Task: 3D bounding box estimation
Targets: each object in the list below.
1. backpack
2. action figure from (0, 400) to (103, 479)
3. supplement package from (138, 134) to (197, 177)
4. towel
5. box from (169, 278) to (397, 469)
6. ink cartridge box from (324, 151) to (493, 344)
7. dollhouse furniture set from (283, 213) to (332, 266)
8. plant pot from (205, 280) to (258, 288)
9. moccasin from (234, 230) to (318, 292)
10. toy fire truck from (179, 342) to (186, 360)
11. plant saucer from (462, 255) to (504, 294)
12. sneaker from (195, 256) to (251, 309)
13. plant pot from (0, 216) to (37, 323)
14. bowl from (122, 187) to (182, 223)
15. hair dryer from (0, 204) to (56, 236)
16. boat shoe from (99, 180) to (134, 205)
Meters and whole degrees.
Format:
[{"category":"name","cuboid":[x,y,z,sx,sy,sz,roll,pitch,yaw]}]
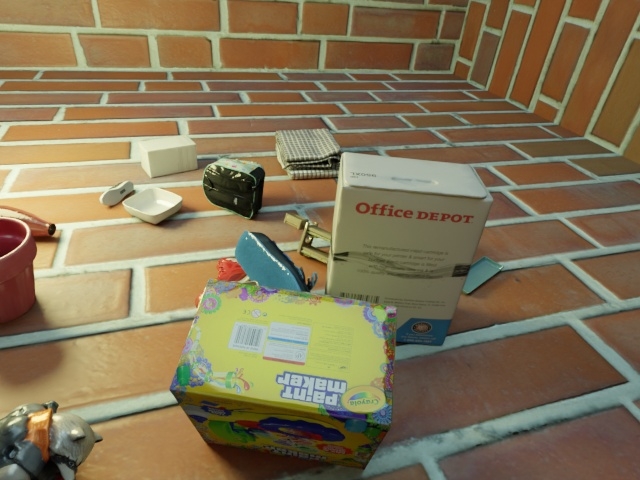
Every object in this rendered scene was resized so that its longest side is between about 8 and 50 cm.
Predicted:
[{"category":"backpack","cuboid":[-0.275,-0.179,1.398,0.188,0.166,0.144,14,33,6]},{"category":"action figure","cuboid":[-0.472,0.354,0.587,0.330,0.179,0.341,-23,40,-21]},{"category":"supplement package","cuboid":[-0.559,-0.312,1.606,0.179,0.105,0.105,-18,41,-32]},{"category":"towel","cuboid":[-0.049,-0.355,1.732,0.234,0.121,0.284,-5,36,-14]},{"category":"box","cuboid":[-0.045,0.226,0.706,0.289,0.279,0.177,8,52,4]},{"category":"ink cartridge box","cuboid":[0.163,0.028,0.956,0.285,0.395,0.166,5,34,-2]},{"category":"dollhouse furniture set","cuboid":[0.000,0.000,1.275,0.181,0.101,0.161,24,14,26]},{"category":"plant pot","cuboid":[-0.173,0.159,0.892,0.108,0.096,0.109,-7,33,-16]},{"category":"moccasin","cuboid":[-0.076,0.087,0.988,0.116,0.138,0.342,15,31,-44]},{"category":"toy fire truck","cuboid":[-0.189,0.217,0.935,0.192,0.047,0.135,4,34,-1]},{"category":"plant saucer","cuboid":[0.440,0.098,1.230,0.192,0.018,0.067,-23,43,-36]},{"category":"sneaker","cuboid":[-0.240,0.110,1.074,0.128,0.087,0.221,19,23,33]},{"category":"plant pot","cuboid":[-0.717,0.075,0.946,0.201,0.180,0.201,4,35,-3]},{"category":"bowl","cuboid":[-0.514,-0.103,1.351,0.142,0.053,0.142,19,36,20]},{"category":"hair dryer","cuboid":[-0.867,-0.003,1.160,0.293,0.080,0.224,-20,57,-24]},{"category":"boat shoe","cuboid":[-0.665,-0.152,1.412,0.040,0.049,0.142,-2,28,23]}]
